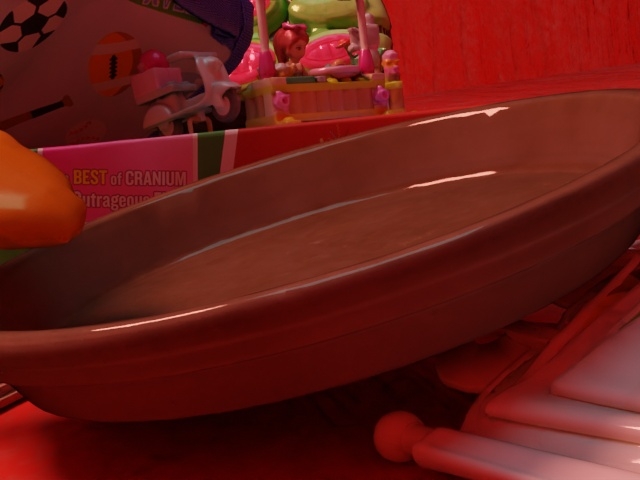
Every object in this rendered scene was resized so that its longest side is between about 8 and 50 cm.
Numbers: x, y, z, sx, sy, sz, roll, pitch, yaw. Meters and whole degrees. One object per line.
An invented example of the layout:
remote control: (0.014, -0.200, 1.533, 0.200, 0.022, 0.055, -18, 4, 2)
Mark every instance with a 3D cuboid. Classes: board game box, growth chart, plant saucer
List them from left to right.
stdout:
board game box: (-0.048, -0.030, 0.748, 0.316, 0.064, 0.242, -7, 3, -13)
plant saucer: (0.000, 0.000, 0.463, 0.277, 0.041, 0.278, -16, 12, 4)
growth chart: (0.142, 0.014, 0.363, 0.237, 0.021, 0.172, -30, 19, -24)

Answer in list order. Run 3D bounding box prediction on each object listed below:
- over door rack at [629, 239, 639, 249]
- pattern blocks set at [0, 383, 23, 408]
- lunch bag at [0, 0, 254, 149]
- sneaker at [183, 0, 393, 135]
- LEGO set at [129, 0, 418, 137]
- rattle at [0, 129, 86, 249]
over door rack: (0.259, -0.098, 0.448, 0.108, 0.240, 0.324, -18, 14, -40)
pattern blocks set: (-0.166, 0.047, 0.589, 0.285, 0.026, 0.325, -5, 9, 16)
lunch bag: (-0.281, -0.155, 0.832, 0.385, 0.239, 0.328, -14, -19, 27)
sneaker: (-0.118, -0.157, 1.207, 0.482, 0.185, 0.202, -6, -26, 38)
LEGO set: (0.002, -0.129, 0.859, 0.132, 0.107, 0.287, -5, 3, 30)
rattle: (-0.193, 0.018, 0.527, 0.142, 0.200, 0.130, 34, 16, -3)
